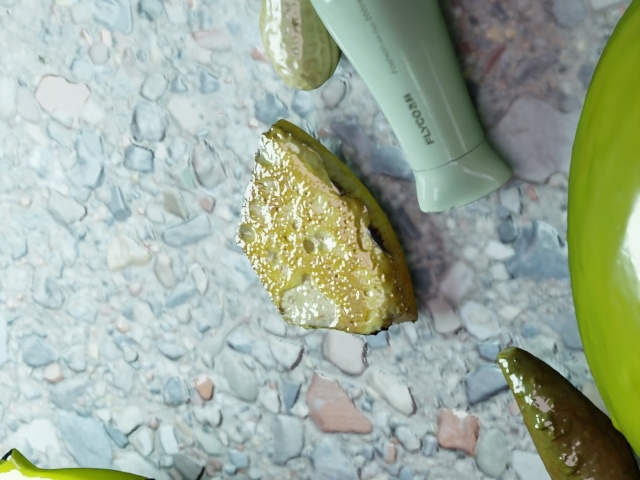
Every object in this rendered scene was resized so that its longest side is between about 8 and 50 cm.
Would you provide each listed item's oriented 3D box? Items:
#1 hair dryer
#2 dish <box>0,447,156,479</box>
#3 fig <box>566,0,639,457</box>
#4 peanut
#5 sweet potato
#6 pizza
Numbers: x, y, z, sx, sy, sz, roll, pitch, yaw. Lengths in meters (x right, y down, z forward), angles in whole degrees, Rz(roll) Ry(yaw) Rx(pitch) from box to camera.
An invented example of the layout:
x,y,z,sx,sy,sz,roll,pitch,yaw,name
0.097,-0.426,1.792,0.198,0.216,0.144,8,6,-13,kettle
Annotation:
x,y,z,sx,sy,sz,roll,pitch,yaw,name
0.120,-0.145,0.853,0.237,0.075,0.206,-24,104,22,hair dryer
-0.140,0.263,1.078,0.221,0.108,0.262,4,109,26,dish
0.263,0.006,0.680,0.343,0.343,0.343,8,109,25,fig
-0.017,-0.150,0.919,0.054,0.054,0.113,-6,99,28,peanut
0.186,0.184,0.915,0.067,0.067,0.274,-25,101,31,sweet potato
0.000,0.000,0.965,0.099,0.036,0.160,-34,88,31,pizza
